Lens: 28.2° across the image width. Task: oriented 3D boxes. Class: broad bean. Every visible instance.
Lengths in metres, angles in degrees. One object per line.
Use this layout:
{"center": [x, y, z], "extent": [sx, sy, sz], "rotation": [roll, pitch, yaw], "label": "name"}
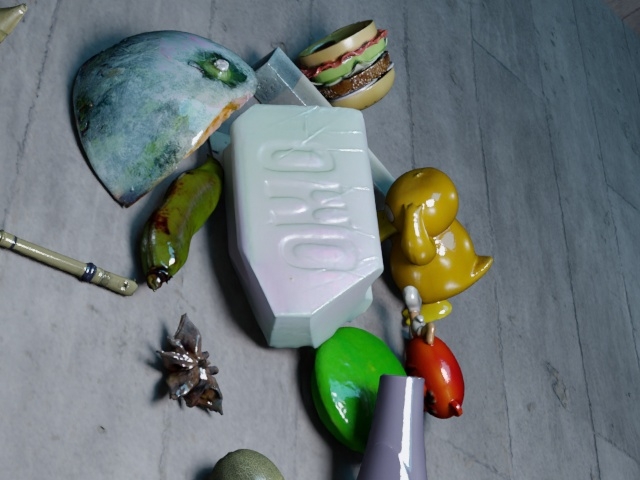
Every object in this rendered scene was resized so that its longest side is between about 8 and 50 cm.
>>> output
{"center": [-0.192, -0.035, 1.760], "extent": [0.077, 0.061, 0.339], "rotation": [52, 33, -21], "label": "broad bean"}

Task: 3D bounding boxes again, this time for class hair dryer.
{"center": [0.148, 0.360, 1.820], "extent": [0.361, 0.121, 0.301], "rotation": [28, 65, -61], "label": "hair dryer"}

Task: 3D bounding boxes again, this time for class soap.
{"center": [-0.028, -0.022, 1.840], "extent": [0.208, 0.115, 0.347], "rotation": [1, 61, -12], "label": "soap"}

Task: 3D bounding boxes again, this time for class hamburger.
{"center": [0.056, -0.296, 2.224], "extent": [0.137, 0.175, 0.175], "rotation": [61, 31, -16], "label": "hamburger"}

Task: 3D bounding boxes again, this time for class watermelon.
{"center": [-0.215, -0.219, 1.781], "extent": [0.188, 0.175, 0.322], "rotation": [46, 33, -19], "label": "watermelon"}

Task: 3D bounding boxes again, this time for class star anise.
{"center": [-0.168, 0.154, 1.633], "extent": [0.124, 0.056, 0.129], "rotation": [30, 43, -53], "label": "star anise"}

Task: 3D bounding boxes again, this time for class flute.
{"center": [-0.321, 0.026, 1.571], "extent": [0.233, 0.027, 0.027], "rotation": [26, 44, -40], "label": "flute"}

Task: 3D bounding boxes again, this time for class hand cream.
{"center": [-0.078, -0.122, 2.008], "extent": [0.234, 0.050, 0.080], "rotation": [9, 56, -40], "label": "hand cream"}

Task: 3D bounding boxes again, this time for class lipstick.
{"center": [0.004, -0.179, 2.138], "extent": [0.317, 0.066, 0.068], "rotation": [47, 34, -16], "label": "lipstick"}

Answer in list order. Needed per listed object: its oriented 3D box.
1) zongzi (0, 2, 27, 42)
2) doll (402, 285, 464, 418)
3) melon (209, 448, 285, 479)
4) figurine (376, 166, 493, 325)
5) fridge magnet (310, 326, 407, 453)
{"center": [-0.466, -0.268, 1.489], "extent": [0.189, 0.178, 0.081], "rotation": [39, 19, -26], "label": "zongzi"}
{"center": [0.167, 0.197, 1.977], "extent": [0.183, 0.085, 0.217], "rotation": [81, -8, -50], "label": "doll"}
{"center": [-0.085, 0.320, 1.570], "extent": [0.098, 0.098, 0.130], "rotation": [-15, 80, -56], "label": "melon"}
{"center": [0.171, 0.000, 2.088], "extent": [0.228, 0.215, 0.215], "rotation": [48, 33, -18], "label": "figurine"}
{"center": [0.063, 0.224, 1.854], "extent": [0.208, 0.088, 0.208], "rotation": [34, 38, -32], "label": "fridge magnet"}
